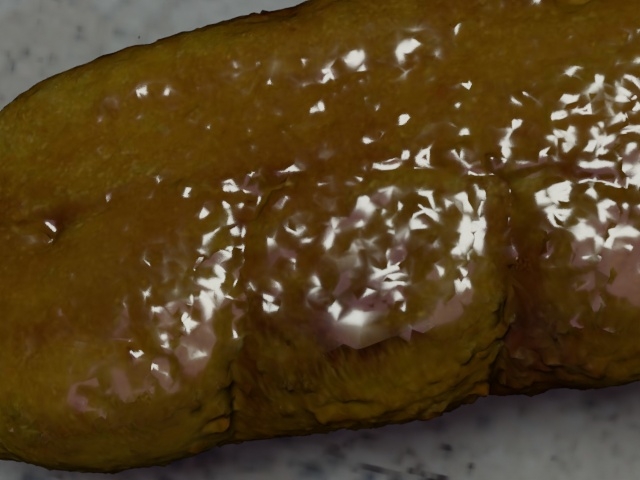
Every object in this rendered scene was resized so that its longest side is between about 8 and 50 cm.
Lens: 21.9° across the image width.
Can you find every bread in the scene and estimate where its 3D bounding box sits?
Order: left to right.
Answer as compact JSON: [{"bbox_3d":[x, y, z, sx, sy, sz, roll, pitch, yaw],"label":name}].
[{"bbox_3d":[-0.001,-0.001,0.463,0.344,0.084,0.124,-15,71,12],"label":"bread"}]
